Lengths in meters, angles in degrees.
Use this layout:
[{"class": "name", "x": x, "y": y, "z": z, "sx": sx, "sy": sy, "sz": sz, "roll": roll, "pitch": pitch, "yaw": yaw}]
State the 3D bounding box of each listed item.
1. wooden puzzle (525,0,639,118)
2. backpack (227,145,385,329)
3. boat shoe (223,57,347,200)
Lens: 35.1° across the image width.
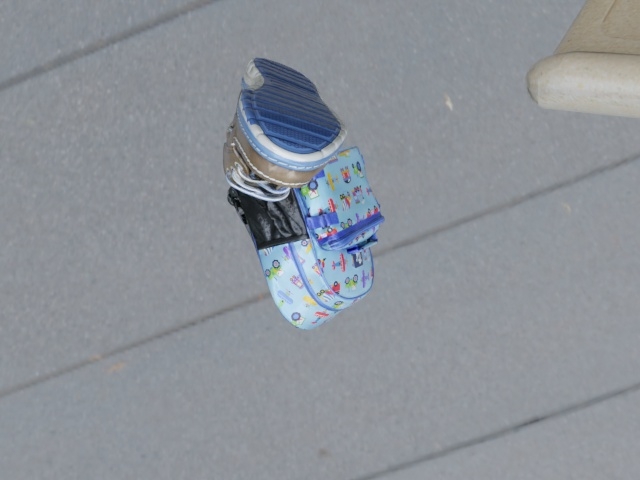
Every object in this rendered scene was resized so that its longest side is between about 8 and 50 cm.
[{"class": "wooden puzzle", "x": 0.285, "y": -0.120, "z": 0.345, "sx": 0.322, "sy": 0.348, "sz": 0.081, "roll": 13, "pitch": 142, "yaw": 36}, {"class": "backpack", "x": 0.000, "y": 0.000, "z": 1.073, "sx": 0.116, "sy": 0.158, "sz": 0.173, "roll": -18, "pitch": 89, "yaw": 29}, {"class": "boat shoe", "x": -0.027, "y": -0.060, "z": 0.630, "sx": 0.066, "sy": 0.183, "sz": 0.066, "roll": 19, "pitch": 109, "yaw": -9}]
